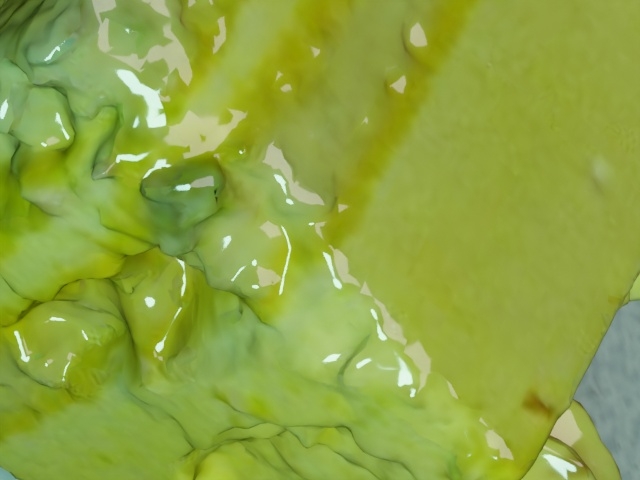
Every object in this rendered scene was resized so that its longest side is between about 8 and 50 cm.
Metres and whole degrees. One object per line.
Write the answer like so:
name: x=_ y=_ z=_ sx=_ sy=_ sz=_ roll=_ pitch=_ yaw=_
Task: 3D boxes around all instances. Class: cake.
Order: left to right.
cake: x=0.000 y=0.000 z=0.706 sx=0.286 sy=0.222 sz=0.227 roll=43 pitch=54 yaw=-17
